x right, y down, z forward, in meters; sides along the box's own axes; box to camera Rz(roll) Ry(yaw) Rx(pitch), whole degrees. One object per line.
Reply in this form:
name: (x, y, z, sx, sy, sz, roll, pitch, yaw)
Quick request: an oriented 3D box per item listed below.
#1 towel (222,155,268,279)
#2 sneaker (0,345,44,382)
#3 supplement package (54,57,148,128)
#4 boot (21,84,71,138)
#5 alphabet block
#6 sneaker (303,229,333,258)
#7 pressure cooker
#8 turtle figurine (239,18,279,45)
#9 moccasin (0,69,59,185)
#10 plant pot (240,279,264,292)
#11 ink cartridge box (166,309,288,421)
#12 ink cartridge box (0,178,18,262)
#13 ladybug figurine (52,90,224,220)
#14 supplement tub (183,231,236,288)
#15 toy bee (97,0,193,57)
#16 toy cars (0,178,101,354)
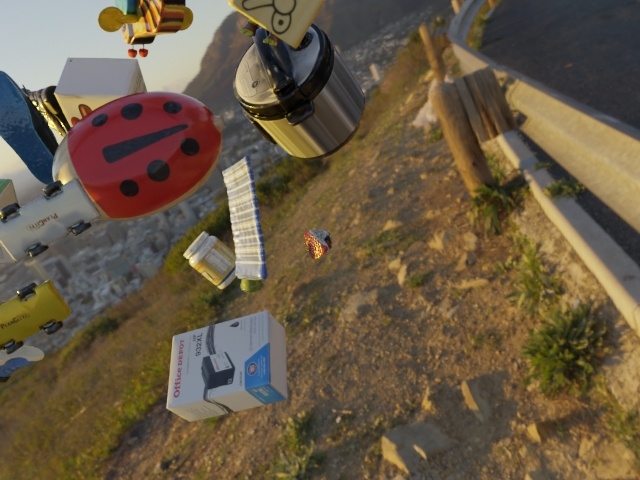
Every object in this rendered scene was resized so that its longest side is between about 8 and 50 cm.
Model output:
towel: (-0.219, -0.053, 1.487, 0.040, 0.336, 0.243, -9, 2, -24)
sneaker: (-0.830, 0.336, 1.407, 0.085, 0.058, 0.152, -60, -25, 12)
supplement package: (-0.593, -0.380, 1.464, 0.194, 0.203, 0.149, 0, 57, -2)
boot: (-0.855, -0.381, 1.655, 0.228, 0.263, 0.091, 4, 42, 29)
alphabet block: (-0.090, -0.606, 1.239, 0.197, 0.192, 0.193, -53, 22, 21)
sneaker: (0.000, 0.000, 1.740, 0.092, 0.088, 0.225, -9, 14, -7)
pressure cooker: (-0.083, -0.520, 1.756, 0.369, 0.420, 0.376, 19, 78, 34)
turtle figurine: (-0.141, -0.648, 1.391, 0.087, 0.269, 0.217, -104, 34, -55)
moccasin: (-0.856, -0.320, 1.517, 0.137, 0.342, 0.117, -18, 24, 0)
plant pot: (-0.233, 0.119, 1.760, 0.083, 0.079, 0.083, -3, 39, 2)
ink cartridge box: (-0.258, 0.351, 1.461, 0.307, 0.129, 0.223, -17, 51, 14)
ink cartridge box: (-0.977, -0.055, 1.402, 0.289, 0.211, 0.122, 1, 36, -10)
ladybug figurine: (-0.453, -0.218, 1.296, 0.449, 0.305, 0.162, -26, 2, -4)
supplement tub: (-0.410, 0.074, 2.017, 0.144, 0.199, 0.144, -45, 14, 14)
toy bee: (-0.367, -0.467, 1.110, 0.195, 0.162, 0.298, -8, 30, -19)
toy cars: (-0.533, 0.048, 0.994, 0.087, 0.176, 0.394, -93, 26, -73)
